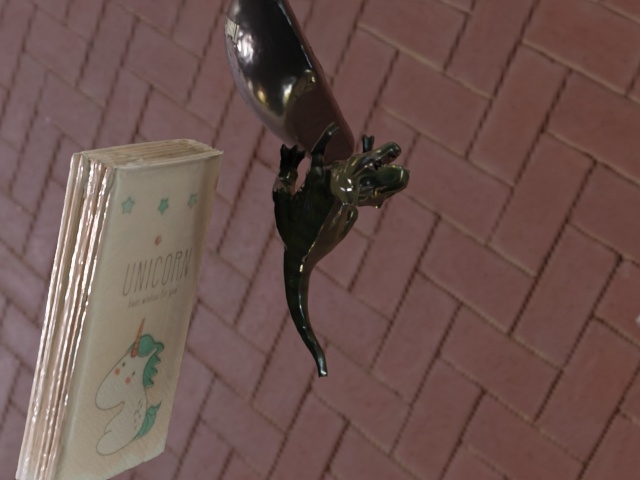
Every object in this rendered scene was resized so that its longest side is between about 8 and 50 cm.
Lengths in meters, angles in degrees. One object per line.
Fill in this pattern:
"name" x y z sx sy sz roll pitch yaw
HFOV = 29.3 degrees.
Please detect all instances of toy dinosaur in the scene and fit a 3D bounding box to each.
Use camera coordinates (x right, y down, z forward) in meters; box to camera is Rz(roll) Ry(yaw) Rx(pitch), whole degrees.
"toy dinosaur" 0.000 0.000 1.015 0.187 0.087 0.179 127 154 -61

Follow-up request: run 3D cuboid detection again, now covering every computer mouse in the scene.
"computer mouse" -0.047 -0.191 1.422 0.100 0.269 0.170 -23 63 5

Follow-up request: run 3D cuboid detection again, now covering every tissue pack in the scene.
"tissue pack" -0.186 0.069 1.146 0.071 0.170 0.325 22 109 27
